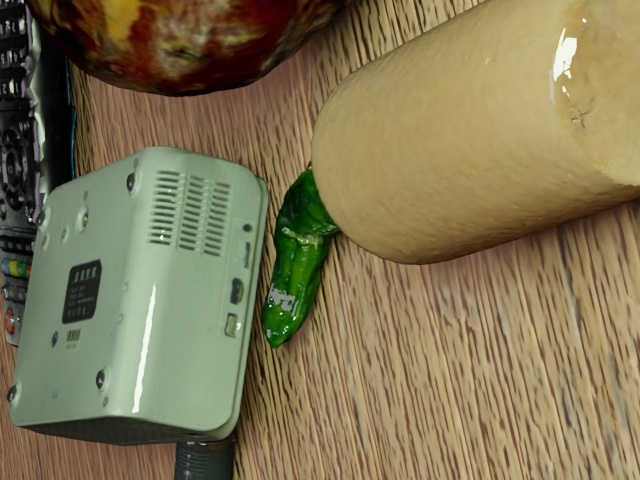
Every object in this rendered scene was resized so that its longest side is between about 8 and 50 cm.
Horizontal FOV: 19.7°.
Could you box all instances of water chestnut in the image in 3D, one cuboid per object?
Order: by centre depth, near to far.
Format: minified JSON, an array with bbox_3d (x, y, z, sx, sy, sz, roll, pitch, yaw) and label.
[{"bbox_3d":[-0.128,-0.245,1.126,0.335,0.347,0.335,44,141,51],"label":"water chestnut"}]

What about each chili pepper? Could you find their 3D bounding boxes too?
[{"bbox_3d":[-0.003,-0.004,1.215,0.073,0.050,0.182,64,148,25],"label":"chili pepper"}]

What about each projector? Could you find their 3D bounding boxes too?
[{"bbox_3d":[-0.143,0.047,1.383,0.250,0.108,0.198,-15,65,63],"label":"projector"}]

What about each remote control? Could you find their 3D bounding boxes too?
[{"bbox_3d":[-0.261,-0.096,1.688,0.144,0.062,0.398,8,101,63],"label":"remote control"}]

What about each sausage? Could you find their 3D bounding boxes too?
[{"bbox_3d":[0.103,-0.065,0.922,0.253,0.123,0.123,-23,73,62],"label":"sausage"}]

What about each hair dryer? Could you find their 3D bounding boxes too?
[{"bbox_3d":[-0.056,0.248,1.358,0.195,0.050,0.173,31,122,55],"label":"hair dryer"}]
